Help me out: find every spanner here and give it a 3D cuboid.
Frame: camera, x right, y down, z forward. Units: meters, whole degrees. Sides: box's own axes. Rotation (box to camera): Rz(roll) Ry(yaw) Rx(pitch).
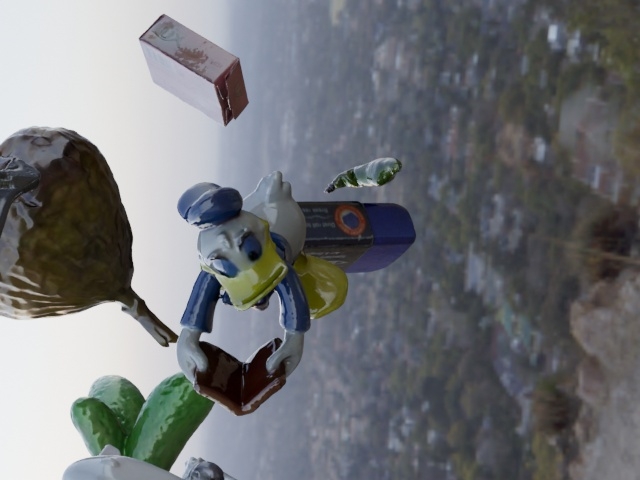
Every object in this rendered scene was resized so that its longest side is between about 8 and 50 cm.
[{"bbox_3d":[-0.272,-0.013,0.848,0.208,0.046,0.012,-93,25,-55],"label":"spanner"}]

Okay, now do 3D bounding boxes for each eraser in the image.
[{"bbox_3d":[0.000,0.000,1.863,0.155,0.332,0.101,-46,53,48],"label":"eraser"}]

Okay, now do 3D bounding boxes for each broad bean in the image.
[{"bbox_3d":[0.091,-0.124,1.928,0.046,0.195,0.061,58,-134,-18],"label":"broad bean"}]

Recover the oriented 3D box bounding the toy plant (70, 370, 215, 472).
[{"bbox_3d":[-0.300,0.366,1.537,0.317,0.211,0.356,-16,66,49],"label":"toy plant"}]

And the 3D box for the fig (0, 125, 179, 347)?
[{"bbox_3d":[-0.338,0.022,1.454,0.286,0.369,0.286,-47,15,17],"label":"fig"}]

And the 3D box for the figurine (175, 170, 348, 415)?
[{"bbox_3d":[-0.101,0.043,1.141,0.338,0.205,0.283,69,-151,-64],"label":"figurine"}]

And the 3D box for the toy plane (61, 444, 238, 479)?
[{"bbox_3d":[-0.137,0.231,0.837,0.174,0.174,0.080,-95,21,-58],"label":"toy plane"}]

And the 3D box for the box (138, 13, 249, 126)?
[{"bbox_3d":[-0.177,-0.238,1.438,0.060,0.156,0.111,-49,-20,-20],"label":"box"}]
